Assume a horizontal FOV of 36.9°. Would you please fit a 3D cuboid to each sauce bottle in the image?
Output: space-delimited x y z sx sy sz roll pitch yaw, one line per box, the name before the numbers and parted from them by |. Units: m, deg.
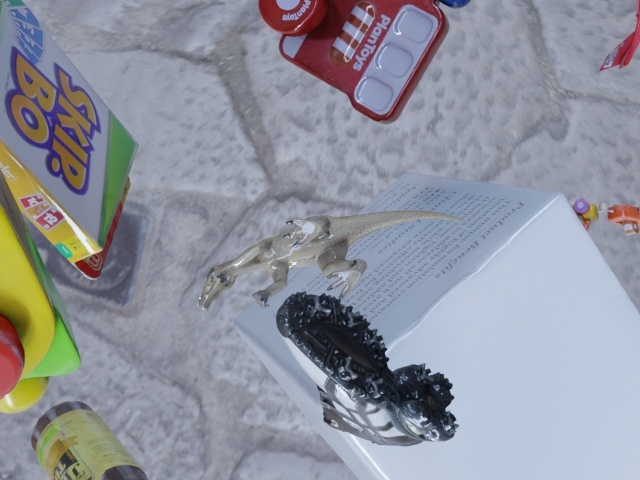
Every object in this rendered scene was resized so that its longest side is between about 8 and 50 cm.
sauce bottle | -0.289 0.344 1.312 0.111 0.344 0.112 -16 119 -31

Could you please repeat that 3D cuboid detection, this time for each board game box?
board game box | -0.205 -0.100 0.632 0.039 0.124 0.259 -19 127 20

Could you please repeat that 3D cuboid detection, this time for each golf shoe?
golf shoe | 0.021 0.116 0.759 0.093 0.077 0.198 -28 127 32

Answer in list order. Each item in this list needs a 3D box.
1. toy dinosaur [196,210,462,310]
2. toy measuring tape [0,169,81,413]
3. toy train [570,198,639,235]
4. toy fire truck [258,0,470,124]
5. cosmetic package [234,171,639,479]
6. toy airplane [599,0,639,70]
toy dinosaur | 0.000 0.000 0.597 0.183 0.092 0.053 -18 103 3
toy measuring tape | -0.201 -0.008 0.438 0.121 0.121 0.330 1 141 6
toy train | 0.356 -0.018 1.296 0.125 0.166 0.046 10 74 -37
toy fire truck | 0.079 -0.347 1.372 0.253 0.169 0.302 34 97 20
cosmetic package | 0.151 0.149 1.146 0.329 0.393 0.327 -40 107 -9
toy airplane | 0.387 -0.265 1.155 0.028 0.151 0.151 33 107 14
